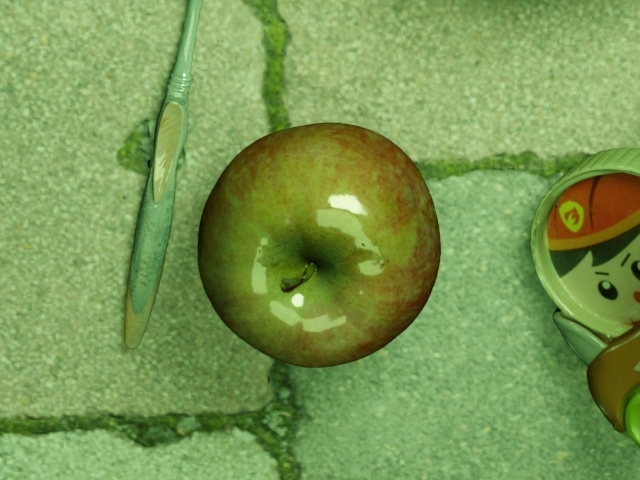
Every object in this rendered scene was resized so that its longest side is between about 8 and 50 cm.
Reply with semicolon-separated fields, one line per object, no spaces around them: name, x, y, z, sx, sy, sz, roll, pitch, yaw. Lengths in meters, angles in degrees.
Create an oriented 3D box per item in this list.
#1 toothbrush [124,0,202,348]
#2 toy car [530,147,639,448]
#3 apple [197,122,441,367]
toothbrush;-0.120;-0.080;1.474;0.028;0.037;0.375;12;114;-2
toy car;0.263;0.032;1.466;0.235;0.145;0.235;13;117;27
apple;0.000;0.000;1.429;0.188;0.174;0.188;1;109;2
